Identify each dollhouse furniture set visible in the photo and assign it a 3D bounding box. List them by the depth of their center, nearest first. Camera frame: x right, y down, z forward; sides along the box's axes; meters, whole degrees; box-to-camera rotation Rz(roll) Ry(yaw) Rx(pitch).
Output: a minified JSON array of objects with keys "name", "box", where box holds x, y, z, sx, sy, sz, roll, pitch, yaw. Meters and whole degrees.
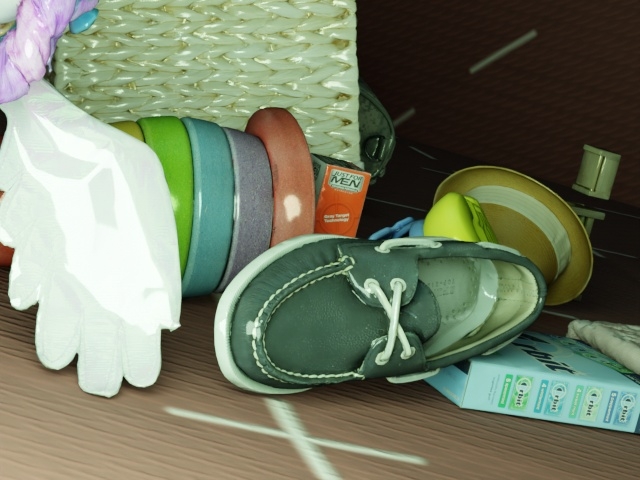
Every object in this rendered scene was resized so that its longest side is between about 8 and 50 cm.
[{"name":"dollhouse furniture set","box":[0.257,-0.040,2.010,0.101,0.182,0.161,10,9,-24]}]

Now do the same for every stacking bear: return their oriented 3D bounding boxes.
[{"name":"stacking bear","box":[-0.163,-0.029,1.378,0.289,0.175,0.164,2,4,-17]}]

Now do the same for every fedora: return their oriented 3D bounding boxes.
[{"name":"fedora","box":[0.195,0.011,1.794,0.194,0.194,0.079,18,43,26]}]

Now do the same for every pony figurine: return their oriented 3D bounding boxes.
[{"name":"pony figurine","box":[-0.257,-0.083,1.094,0.303,0.351,0.363,12,-11,-38]}]

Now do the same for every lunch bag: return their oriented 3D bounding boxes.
[{"name":"lunch bag","box":[-0.027,-0.183,2.394,0.256,0.212,0.305,16,11,-6]}]

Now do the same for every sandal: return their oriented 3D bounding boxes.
[{"name":"sandal","box":[0.102,0.031,1.530,0.138,0.126,0.317,-26,-13,10]}]

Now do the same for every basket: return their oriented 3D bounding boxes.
[{"name":"basket","box":[-0.139,-0.178,1.766,0.328,0.266,0.331,-3,11,-10]}]

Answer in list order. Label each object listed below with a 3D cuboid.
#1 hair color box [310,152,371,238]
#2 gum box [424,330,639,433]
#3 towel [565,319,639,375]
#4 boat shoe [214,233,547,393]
[{"name":"hair color box","box":[0.000,0.000,1.449,0.043,0.141,0.072,12,9,-15]},{"name":"gum box","box":[0.168,0.107,1.359,0.184,0.041,0.157,10,9,-22]},{"name":"towel","box":[0.429,0.148,1.495,0.332,0.053,0.317,12,8,-20]},{"name":"boat shoe","box":[0.051,0.046,1.197,0.091,0.114,0.302,5,15,40]}]
